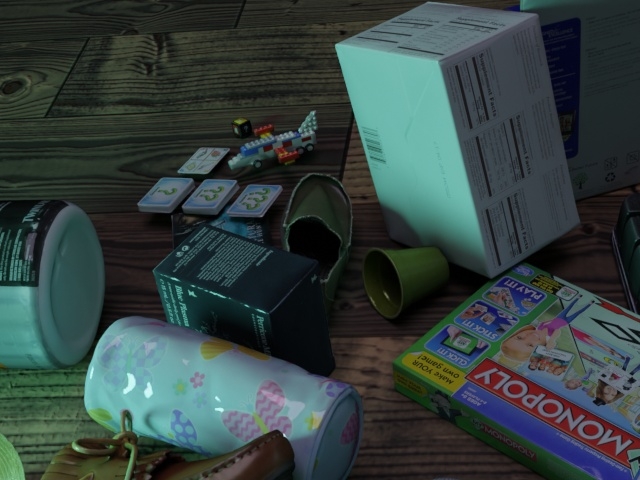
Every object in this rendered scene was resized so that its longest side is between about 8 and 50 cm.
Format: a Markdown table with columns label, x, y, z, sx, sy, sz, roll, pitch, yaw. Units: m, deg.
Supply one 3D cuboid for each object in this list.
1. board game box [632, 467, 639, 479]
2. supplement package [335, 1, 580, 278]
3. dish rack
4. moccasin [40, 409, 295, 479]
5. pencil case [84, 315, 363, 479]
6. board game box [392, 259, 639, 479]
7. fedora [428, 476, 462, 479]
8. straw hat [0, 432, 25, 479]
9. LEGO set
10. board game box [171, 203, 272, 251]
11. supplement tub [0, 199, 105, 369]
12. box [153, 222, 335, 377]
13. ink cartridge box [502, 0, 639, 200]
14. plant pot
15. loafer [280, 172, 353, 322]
| label | x | y | z | sx | sy | sz | roll | pitch | yaw |
| --- | --- | --- | --- | --- | --- | --- | --- | --- | --- |
| board game box | 0.307 | 0.212 | 0.904 | 0.066 | 0.318 | 0.319 | 17 | 44 | 31 |
| supplement package | 0.158 | -0.122 | 1.380 | 0.145 | 0.262 | 0.204 | -28 | 27 | -23 |
| dish rack | 0.473 | 0.015 | 1.326 | 0.271 | 0.074 | 0.208 | -4 | 39 | 4 |
| moccasin | -0.204 | 0.232 | 1.068 | 0.380 | 0.139 | 0.147 | -20 | 78 | 19 |
| pencil case | -0.095 | 0.161 | 1.153 | 0.273 | 0.124 | 0.113 | 14 | 4 | 24 |
| board game box | 0.261 | 0.146 | 1.221 | 0.317 | 0.046 | 0.213 | 27 | 50 | 38 |
| fedora | 0.081 | 0.293 | 1.007 | 0.243 | 0.124 | 0.275 | 27 | 51 | 37 |
| straw hat | -0.352 | 0.248 | 1.202 | 0.144 | 0.145 | 0.061 | -6 | -3 | 4 |
| LEGO set | -0.115 | -0.113 | 1.610 | 0.182 | 0.060 | 0.244 | 4 | 32 | 23 |
| board game box | -0.120 | 0.020 | 1.481 | 0.126 | 0.026 | 0.186 | -10 | 38 | -2 |
| supplement tub | -0.425 | 0.050 | 1.373 | 0.316 | 0.194 | 0.194 | 0 | 39 | 13 |
| box | -0.079 | 0.084 | 1.283 | 0.158 | 0.156 | 0.093 | 17 | 46 | 30 |
| ink cartridge box | 0.302 | -0.193 | 1.411 | 0.165 | 0.333 | 0.065 | -14 | 41 | -7 |
| plant pot | 0.102 | 0.039 | 1.375 | 0.079 | 0.083 | 0.083 | -16 | 36 | -28 |
| loafer | 0.000 | 0.000 | 1.413 | 0.094 | 0.087 | 0.251 | 14 | 43 | -8 |
